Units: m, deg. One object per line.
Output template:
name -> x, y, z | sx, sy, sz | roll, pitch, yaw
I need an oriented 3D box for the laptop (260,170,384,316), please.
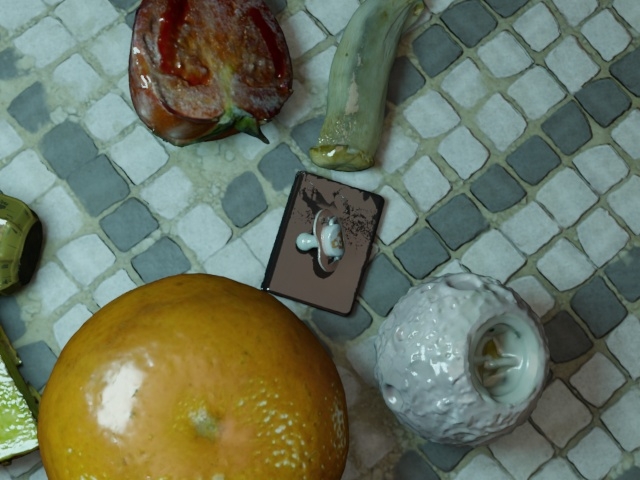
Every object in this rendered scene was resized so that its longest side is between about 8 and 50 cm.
laptop -> 0.005, 0.005, 1.619 | 0.153, 0.026, 0.207 | 17, 78, -2

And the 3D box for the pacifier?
pacifier -> 0.000, 0.000, 1.581 | 0.078, 0.081, 0.099 | -5, 102, 28

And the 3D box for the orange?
orange -> -0.172, 0.257, 1.400 | 0.423, 0.326, 0.424 | 3, 79, -17

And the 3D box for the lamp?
lamp -> -0.523, -0.002, 1.525 | 0.185, 0.161, 0.161 | 13, 77, -2

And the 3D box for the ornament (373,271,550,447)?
ornament -> 0.202, 0.172, 1.486 | 0.259, 0.225, 0.260 | 4, 83, -30

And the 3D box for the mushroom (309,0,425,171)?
mushroom -> 0.075, -0.272, 1.652 | 0.122, 0.095, 0.351 | 24, 77, -18

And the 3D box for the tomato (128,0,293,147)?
tomato -> -0.202, -0.272, 1.596 | 0.308, 0.170, 0.309 | 19, 56, -32

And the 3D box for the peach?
peach -> -0.510, 0.205, 1.472 | 0.153, 0.159, 0.267 | -29, 91, -14
